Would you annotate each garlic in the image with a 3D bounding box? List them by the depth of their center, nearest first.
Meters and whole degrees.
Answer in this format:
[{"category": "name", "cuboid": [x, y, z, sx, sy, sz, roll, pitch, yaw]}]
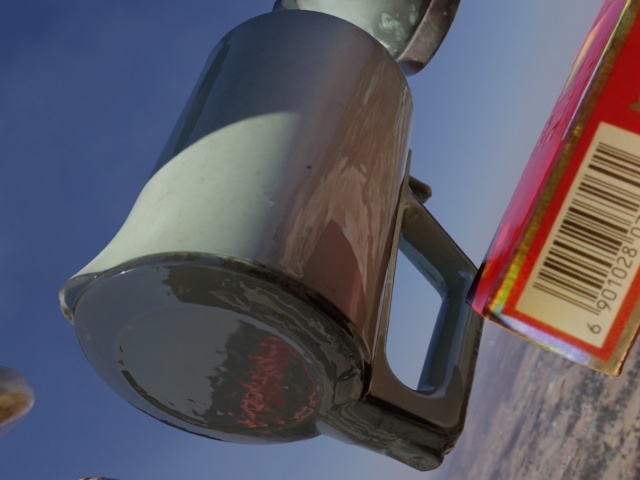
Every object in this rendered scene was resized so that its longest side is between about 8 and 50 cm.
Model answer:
[{"category": "garlic", "cuboid": [-0.480, 0.228, 0.789, 0.228, 0.110, 0.217, -38, -14, 25]}]

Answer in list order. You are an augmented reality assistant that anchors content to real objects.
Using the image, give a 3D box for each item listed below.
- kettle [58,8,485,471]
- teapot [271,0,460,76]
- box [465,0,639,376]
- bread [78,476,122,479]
[{"category": "kettle", "cuboid": [0.000, 0.000, 0.597, 0.250, 0.361, 0.376, -49, 18, 39]}, {"category": "teapot", "cuboid": [0.060, -0.460, 1.195, 0.315, 0.312, 0.233, -45, 31, 53]}, {"category": "box", "cuboid": [0.205, -0.076, 0.428, 0.313, 0.089, 0.197, -65, -12, 1]}, {"category": "bread", "cuboid": [-0.275, 0.415, 0.854, 0.174, 0.245, 0.121, 51, -135, -18]}]
